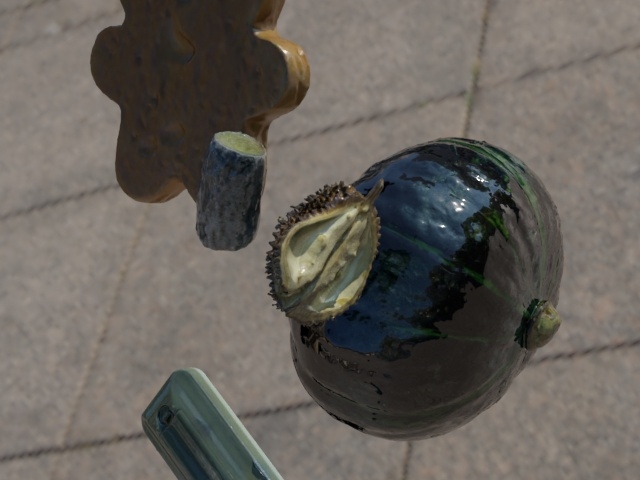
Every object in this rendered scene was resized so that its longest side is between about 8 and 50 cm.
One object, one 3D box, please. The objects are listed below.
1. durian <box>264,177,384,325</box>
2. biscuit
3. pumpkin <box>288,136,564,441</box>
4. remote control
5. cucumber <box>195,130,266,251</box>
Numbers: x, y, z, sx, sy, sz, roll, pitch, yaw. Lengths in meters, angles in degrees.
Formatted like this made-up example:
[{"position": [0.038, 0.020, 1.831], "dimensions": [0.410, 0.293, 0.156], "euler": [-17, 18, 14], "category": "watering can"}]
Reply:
[{"position": [-0.002, -0.002, 1.298], "dimensions": [0.071, 0.110, 0.140], "euler": [30, 82, 40], "category": "durian"}, {"position": [-0.121, -0.204, 1.568], "dimensions": [0.275, 0.355, 0.052], "euler": [6, 6, 37], "category": "biscuit"}, {"position": [0.121, 0.052, 1.547], "dimensions": [0.238, 0.315, 0.315], "euler": [24, 62, 27], "category": "pumpkin"}, {"position": [-0.126, 0.326, 2.111], "dimensions": [0.335, 0.065, 0.128], "euler": [50, 115, 27], "category": "remote control"}, {"position": [-0.083, -0.047, 1.439], "dimensions": [0.064, 0.112, 0.064], "euler": [5, 36, -4], "category": "cucumber"}]
